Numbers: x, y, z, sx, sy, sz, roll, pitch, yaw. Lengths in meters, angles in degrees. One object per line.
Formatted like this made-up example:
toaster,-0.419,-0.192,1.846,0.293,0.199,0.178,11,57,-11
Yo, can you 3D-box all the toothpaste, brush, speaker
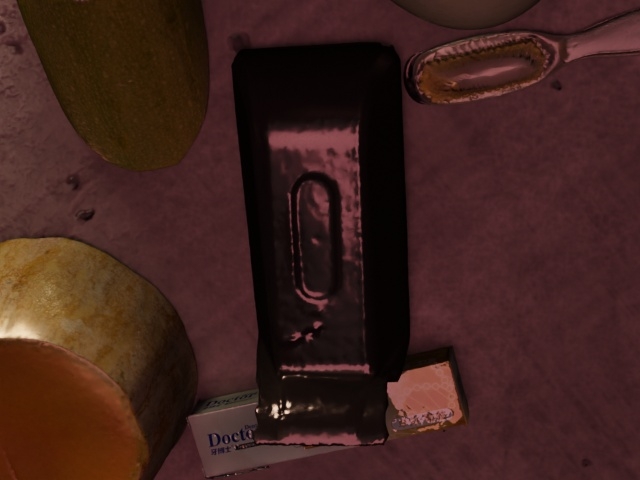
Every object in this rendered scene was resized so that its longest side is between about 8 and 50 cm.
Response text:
toothpaste,0.008,0.196,1.466,0.312,0.071,0.089,-13,103,11
brush,0.229,-0.189,1.312,0.296,0.060,0.068,-12,104,11
speaker,0.000,0.000,1.338,0.180,0.184,0.389,-2,107,8

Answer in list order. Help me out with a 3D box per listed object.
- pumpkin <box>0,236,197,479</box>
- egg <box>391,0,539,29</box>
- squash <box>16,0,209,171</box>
pumpkin,-0.320,0.177,1.431,0.332,0.199,0.333,3,107,9
egg,0.114,-0.382,1.146,0.276,0.276,0.389,-12,103,10
squash,-0.215,-0.225,1.373,0.189,0.189,0.261,-5,144,8
